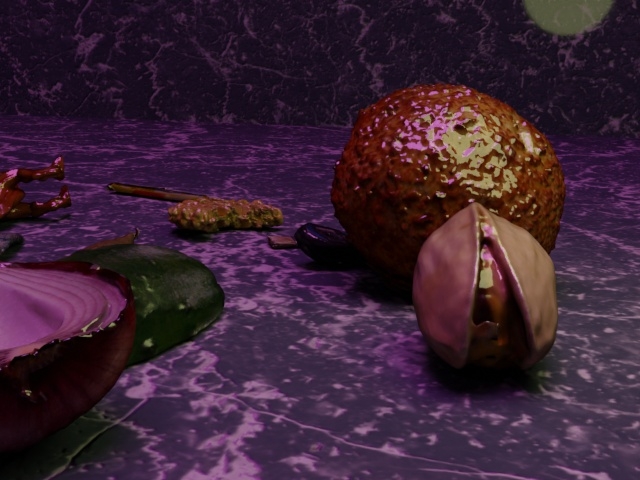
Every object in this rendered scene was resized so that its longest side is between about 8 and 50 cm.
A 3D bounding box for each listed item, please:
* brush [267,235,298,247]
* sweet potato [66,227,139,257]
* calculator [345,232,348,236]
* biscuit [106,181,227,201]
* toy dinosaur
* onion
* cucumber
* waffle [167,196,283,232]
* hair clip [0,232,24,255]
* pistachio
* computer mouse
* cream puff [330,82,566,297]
[{"bbox_3d":[0.000,0.000,1.467,0.170,0.014,0.043,-2,15,-16],"label":"brush"},{"bbox_3d":[-0.294,0.063,1.055,0.075,0.074,0.269,7,26,25],"label":"sweet potato"},{"bbox_3d":[0.179,0.002,1.362,0.296,0.042,0.184,5,18,-9],"label":"calculator"},{"bbox_3d":[-0.311,-0.096,1.841,0.292,0.026,0.048,9,11,30],"label":"biscuit"},{"bbox_3d":[-0.538,-0.076,1.588,0.208,0.097,0.432,-15,11,-6],"label":"toy dinosaur"},{"bbox_3d":[-0.281,0.090,0.783,0.227,0.120,0.283,-16,28,-26],"label":"onion"},{"bbox_3d":[-0.211,0.060,1.005,0.145,0.105,0.325,7,11,28],"label":"cucumber"},{"bbox_3d":[-0.164,-0.040,1.552,0.194,0.051,0.149,0,12,-28],"label":"waffle"},{"bbox_3d":[-0.484,0.012,1.332,0.066,0.036,0.229,8,13,3],"label":"hair clip"},{"bbox_3d":[0.171,0.053,0.941,0.158,0.157,0.229,1,25,2],"label":"pistachio"},{"bbox_3d":[0.018,0.012,1.340,0.135,0.047,0.079,9,22,-35],"label":"computer mouse"},{"bbox_3d":[0.174,-0.086,1.218,0.351,0.228,0.350,8,34,-5],"label":"cream puff"}]
